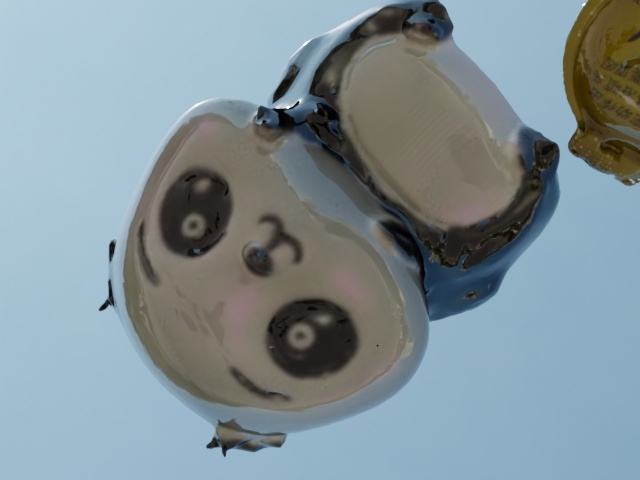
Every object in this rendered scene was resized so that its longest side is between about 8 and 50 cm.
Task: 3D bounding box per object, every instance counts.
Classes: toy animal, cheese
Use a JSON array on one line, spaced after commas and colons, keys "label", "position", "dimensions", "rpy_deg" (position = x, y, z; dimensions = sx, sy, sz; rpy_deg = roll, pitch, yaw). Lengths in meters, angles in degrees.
[{"label": "toy animal", "position": [0.000, 0.000, 1.296], "dimensions": [0.310, 0.251, 0.251], "rpy_deg": [-37, -97, -19]}, {"label": "cheese", "position": [0.242, -0.138, 1.091], "dimensions": [0.156, 0.064, 0.250], "rpy_deg": [27, -65, -22]}]
